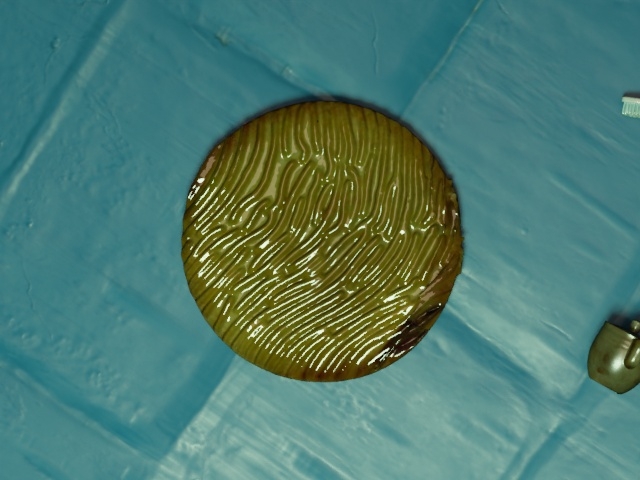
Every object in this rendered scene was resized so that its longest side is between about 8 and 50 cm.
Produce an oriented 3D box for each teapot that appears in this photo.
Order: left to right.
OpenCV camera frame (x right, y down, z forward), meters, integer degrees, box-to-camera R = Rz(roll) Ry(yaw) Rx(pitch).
[{"bbox_3d":[0.346,0.134,1.784,0.110,0.085,0.080,28,92,-14],"label":"teapot"}]

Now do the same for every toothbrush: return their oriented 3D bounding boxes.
[{"bbox_3d":[0.462,-0.124,1.809,0.269,0.021,0.027,12,101,6],"label":"toothbrush"}]

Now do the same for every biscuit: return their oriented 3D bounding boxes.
[{"bbox_3d":[0.000,0.000,1.839,0.318,0.040,0.318,0,86,6],"label":"biscuit"}]
